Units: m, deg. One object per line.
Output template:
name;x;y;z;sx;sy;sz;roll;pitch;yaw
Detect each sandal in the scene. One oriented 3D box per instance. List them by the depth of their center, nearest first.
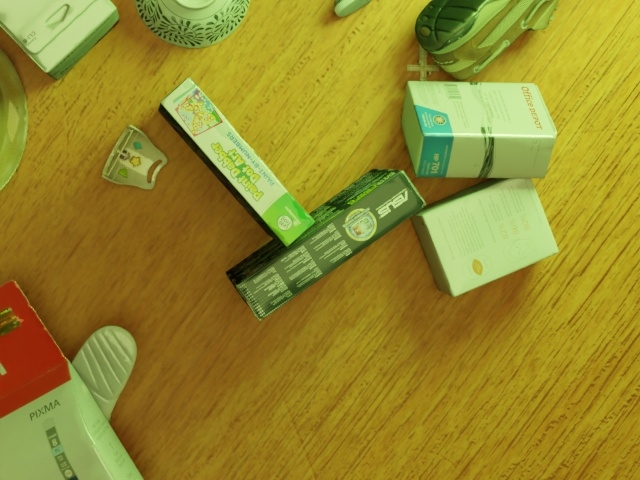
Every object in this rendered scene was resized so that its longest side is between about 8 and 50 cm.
sandal;-0.330;0.228;1.842;0.102;0.076;0.265;35;103;-2

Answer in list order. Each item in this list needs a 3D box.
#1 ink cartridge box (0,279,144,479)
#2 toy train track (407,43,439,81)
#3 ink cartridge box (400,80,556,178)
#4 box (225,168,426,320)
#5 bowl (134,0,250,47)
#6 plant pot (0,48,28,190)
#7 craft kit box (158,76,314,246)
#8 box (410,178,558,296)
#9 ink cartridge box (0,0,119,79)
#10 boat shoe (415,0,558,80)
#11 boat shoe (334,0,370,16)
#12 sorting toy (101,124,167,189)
ink cartridge box;-0.447;0.293;1.786;0.308;0.091;0.385;-29;98;13
toy train track;0.151;-0.270;1.913;0.048;0.014;0.083;0;93;-8
ink cartridge box;0.221;-0.158;1.860;0.191;0.139;0.082;1;129;-9
box;0.000;0.000;1.808;0.270;0.216;0.060;-35;98;-5
bowl;-0.178;-0.356;1.829;0.170;0.080;0.170;-1;95;-7
plant pot;-0.488;-0.162;1.754;0.032;0.236;0.236;5;94;33
craft kit box;-0.119;-0.105;1.769;0.061;0.250;0.246;-44;97;-3
box;0.235;-0.012;1.903;0.170;0.091;0.130;-22;97;-6
ink cartridge box;-0.358;-0.305;1.758;0.128;0.176;0.127;-44;98;-3
boat shoe;0.282;-0.357;1.886;0.324;0.122;0.120;-39;128;-1
boat shoe;0.072;-0.375;1.883;0.142;0.049;0.040;-38;79;-5
sorting toy;-0.259;-0.110;1.855;0.075;0.045;0.083;29;89;-16
